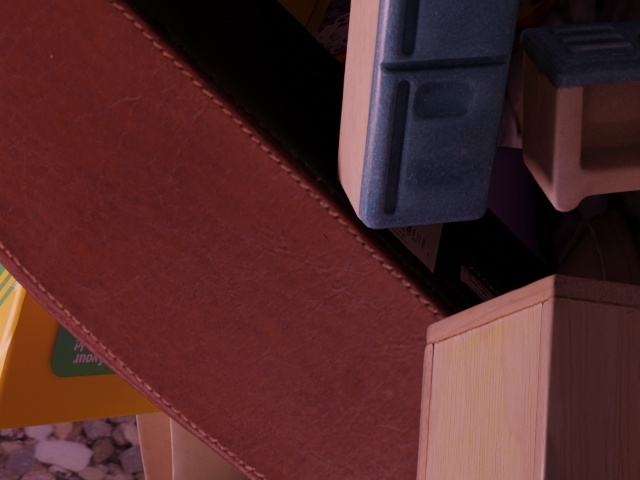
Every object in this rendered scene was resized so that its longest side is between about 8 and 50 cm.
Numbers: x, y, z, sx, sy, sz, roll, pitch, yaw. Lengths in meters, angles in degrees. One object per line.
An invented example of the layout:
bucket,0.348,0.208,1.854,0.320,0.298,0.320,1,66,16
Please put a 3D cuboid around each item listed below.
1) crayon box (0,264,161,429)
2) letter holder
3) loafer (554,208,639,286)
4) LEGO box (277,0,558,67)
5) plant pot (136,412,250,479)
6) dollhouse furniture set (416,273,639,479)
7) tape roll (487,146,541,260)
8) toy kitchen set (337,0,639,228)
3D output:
crayon box,-0.119,-0.029,1.087,0.106,0.363,0.313,21,99,32
letter holder,-0.065,0.012,0.683,0.214,0.302,0.152,-42,11,21
loafer,0.143,0.043,0.812,0.056,0.050,0.148,-109,20,-44
LEGO box,-0.034,-0.343,0.807,0.500,0.193,0.372,64,161,9
plant pot,-0.081,0.140,1.443,0.284,0.190,0.284,175,90,-75
dollhouse furniture set,0.153,0.111,0.394,0.212,0.242,0.161,141,135,-72
tape roll,0.000,0.000,0.905,0.275,0.274,0.090,169,97,-76
toy kitchen set,0.130,-0.041,0.517,0.166,0.207,0.122,-115,24,-53
